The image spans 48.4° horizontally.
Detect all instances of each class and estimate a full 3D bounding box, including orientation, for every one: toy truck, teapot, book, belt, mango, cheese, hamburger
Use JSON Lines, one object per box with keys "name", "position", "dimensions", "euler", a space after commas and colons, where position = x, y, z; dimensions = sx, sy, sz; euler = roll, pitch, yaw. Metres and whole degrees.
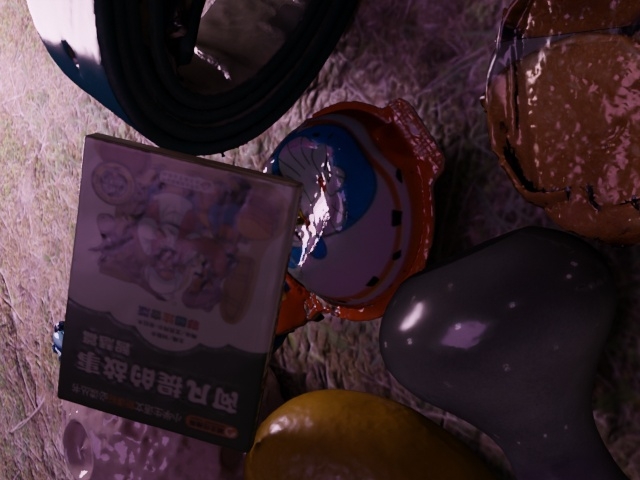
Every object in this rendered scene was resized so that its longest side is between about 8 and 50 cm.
{"name": "toy truck", "position": [-0.389, 0.170, 1.141], "dimensions": [0.056, 0.073, 0.090], "euler": [43, 135, 34]}
{"name": "teapot", "position": [0.160, 0.123, 0.536], "dimensions": [0.184, 0.184, 0.250], "euler": [-27, 85, 42]}
{"name": "book", "position": [-0.136, 0.052, 0.658], "dimensions": [0.202, 0.027, 0.264], "euler": [14, 106, 7]}
{"name": "belt", "position": [-0.093, -0.302, 0.645], "dimensions": [0.173, 0.300, 0.436], "euler": [38, 116, 33]}
{"name": "mango", "position": [0.063, 0.251, 0.653], "dimensions": [0.332, 0.142, 0.195], "euler": [15, 86, 34]}
{"name": "cheese", "position": [0.000, 0.000, 0.700], "dimensions": [0.329, 0.129, 0.216], "euler": [-45, 62, 38]}
{"name": "hamburger", "position": [0.219, -0.106, 0.496], "dimensions": [0.231, 0.107, 0.230], "euler": [11, 105, 46]}

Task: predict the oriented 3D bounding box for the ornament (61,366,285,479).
{"name": "ornament", "position": [-0.175, 0.212, 0.822], "dimensions": [0.259, 0.225, 0.259], "euler": [6, 98, 43]}
